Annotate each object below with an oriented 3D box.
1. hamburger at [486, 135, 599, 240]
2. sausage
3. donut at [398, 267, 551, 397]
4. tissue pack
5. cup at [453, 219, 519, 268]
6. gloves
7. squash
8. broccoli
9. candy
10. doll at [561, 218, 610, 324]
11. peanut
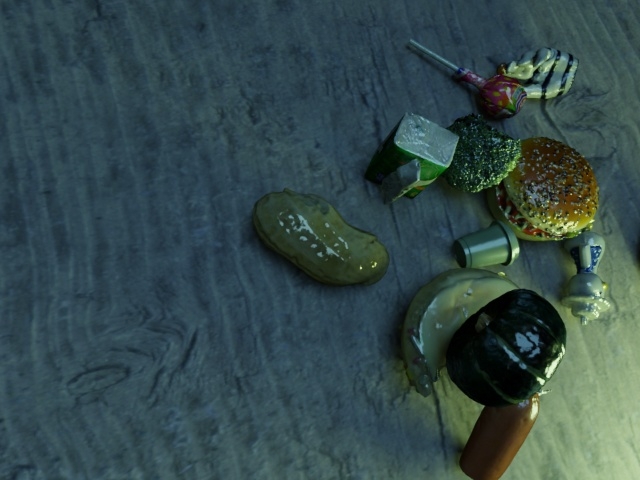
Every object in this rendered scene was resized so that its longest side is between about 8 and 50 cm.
[{"bbox_3d":[0.590,-0.133,1.566,0.300,0.176,0.300,5,71,-14],"label":"hamburger"},{"bbox_3d":[0.395,0.414,1.303,0.113,0.259,0.114,14,27,-7],"label":"sausage"},{"bbox_3d":[0.354,0.219,1.404,0.370,0.150,0.308,6,73,-15],"label":"donut"},{"bbox_3d":[0.211,-0.181,1.454,0.148,0.209,0.156,26,69,-7],"label":"tissue pack"},{"bbox_3d":[0.416,0.020,1.510,0.141,0.120,0.120,-17,79,-6],"label":"cup"},{"bbox_3d":[0.616,-0.489,1.710,0.218,0.140,0.131,11,51,2],"label":"gloves"},{"bbox_3d":[0.372,0.213,1.195,0.165,0.252,0.252,40,67,-1],"label":"squash"},{"bbox_3d":[0.391,-0.221,1.496,0.198,0.226,0.176,61,26,-6],"label":"broccoli"},{"bbox_3d":[0.402,-0.461,1.657,0.365,0.124,0.124,31,68,3],"label":"candy"},{"bbox_3d":[0.699,0.081,1.563,0.119,0.138,0.293,1,65,27],"label":"doll"},{"bbox_3d":[-0.003,0.004,1.371,0.340,0.158,0.174,39,38,-6],"label":"peanut"}]
